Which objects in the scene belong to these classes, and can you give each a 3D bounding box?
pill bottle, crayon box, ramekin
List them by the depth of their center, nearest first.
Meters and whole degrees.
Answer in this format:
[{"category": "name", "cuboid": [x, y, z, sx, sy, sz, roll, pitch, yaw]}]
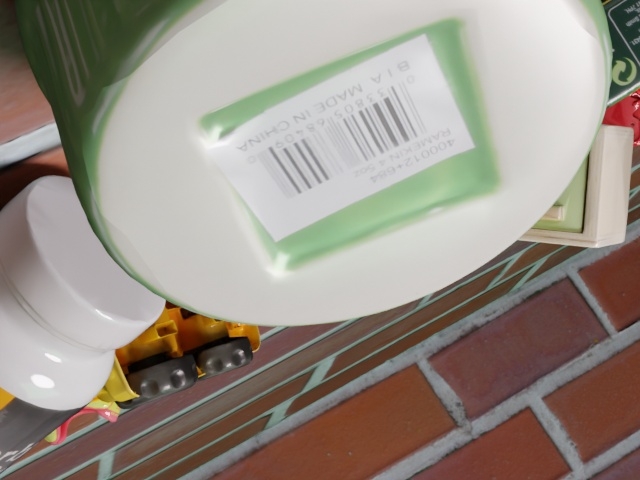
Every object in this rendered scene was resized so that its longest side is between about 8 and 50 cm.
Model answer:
[{"category": "ramekin", "cuboid": [0.001, -0.091, 0.586, 0.303, 0.148, 0.303, -11, 139, -9]}, {"category": "pill bottle", "cuboid": [-0.257, 0.085, 0.837, 0.278, 0.162, 0.162, -39, 164, 22]}, {"category": "crayon box", "cuboid": [0.304, -0.200, 1.075, 0.202, 0.081, 0.318, -33, -178, 10]}]

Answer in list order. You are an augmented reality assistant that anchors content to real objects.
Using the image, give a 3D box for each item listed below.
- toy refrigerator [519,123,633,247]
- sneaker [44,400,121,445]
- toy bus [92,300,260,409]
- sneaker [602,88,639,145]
[{"category": "toy refrigerator", "cuboid": [0.129, -0.058, 0.993, 0.269, 0.102, 0.094, 7, -174, 30]}, {"category": "sneaker", "cuboid": [-0.233, 0.150, 1.229, 0.208, 0.094, 0.081, -33, 164, -5]}, {"category": "toy bus", "cuboid": [-0.194, 0.089, 1.050, 0.211, 0.150, 0.220, -26, 173, 30]}, {"category": "sneaker", "cuboid": [0.385, -0.190, 1.332, 0.221, 0.128, 0.087, -42, 163, 32]}]
